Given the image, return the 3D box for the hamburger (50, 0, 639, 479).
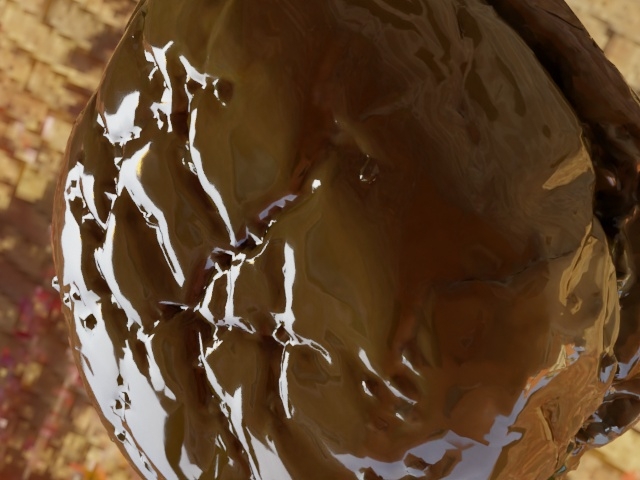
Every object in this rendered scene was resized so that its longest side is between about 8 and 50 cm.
[{"bbox_3d":[0.000,0.000,0.703,0.158,0.318,0.318,-18,-134,-40],"label":"hamburger"}]
